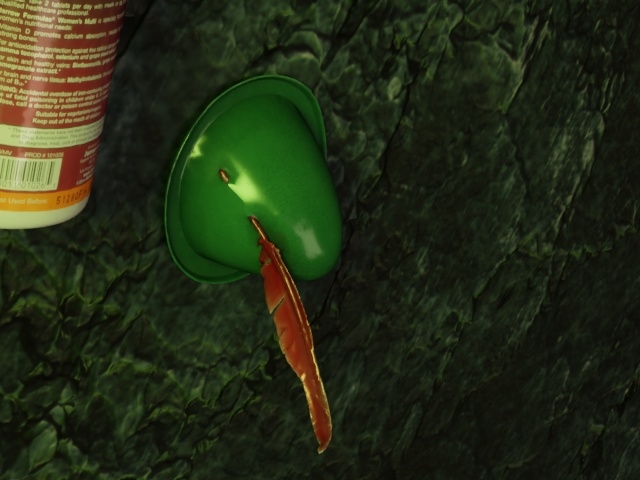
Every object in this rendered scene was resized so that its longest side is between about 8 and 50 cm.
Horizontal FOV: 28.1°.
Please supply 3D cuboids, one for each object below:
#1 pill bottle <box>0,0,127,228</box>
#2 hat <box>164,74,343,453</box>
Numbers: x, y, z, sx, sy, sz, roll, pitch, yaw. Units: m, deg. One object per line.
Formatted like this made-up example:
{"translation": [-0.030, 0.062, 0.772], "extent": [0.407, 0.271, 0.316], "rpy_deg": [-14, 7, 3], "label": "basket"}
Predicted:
{"translation": [-0.176, -0.128, 0.743], "extent": [0.121, 0.121, 0.221], "rpy_deg": [-8, 121, -46], "label": "pill bottle"}
{"translation": [0.000, 0.000, 0.979], "extent": [0.173, 0.183, 0.208], "rpy_deg": [-28, 134, -34], "label": "hat"}
